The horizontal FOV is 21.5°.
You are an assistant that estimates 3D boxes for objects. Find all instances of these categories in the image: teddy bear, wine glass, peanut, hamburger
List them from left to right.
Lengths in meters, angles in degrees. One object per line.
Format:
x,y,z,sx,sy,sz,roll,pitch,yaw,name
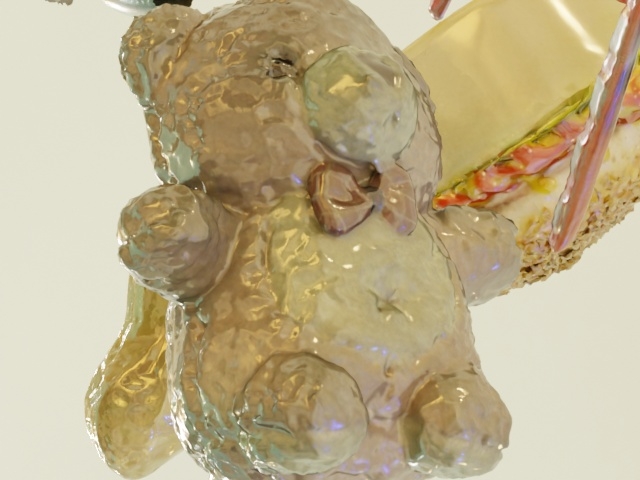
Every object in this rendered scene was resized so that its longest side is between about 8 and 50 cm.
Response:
-0.199,-0.250,1.648,0.198,0.066,0.066,16,-70,46,wine glass
-0.097,0.064,1.163,0.090,0.098,0.214,12,-112,18,peanut
-0.001,0.001,0.845,0.151,0.236,0.267,-18,-112,53,teddy bear
0.127,-0.064,1.153,0.276,0.294,0.179,-36,-91,6,hamburger

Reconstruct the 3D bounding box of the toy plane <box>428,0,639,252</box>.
0.081,-0.051,0.391,0.194,0.077,0.126,-19,-123,66,toy plane
